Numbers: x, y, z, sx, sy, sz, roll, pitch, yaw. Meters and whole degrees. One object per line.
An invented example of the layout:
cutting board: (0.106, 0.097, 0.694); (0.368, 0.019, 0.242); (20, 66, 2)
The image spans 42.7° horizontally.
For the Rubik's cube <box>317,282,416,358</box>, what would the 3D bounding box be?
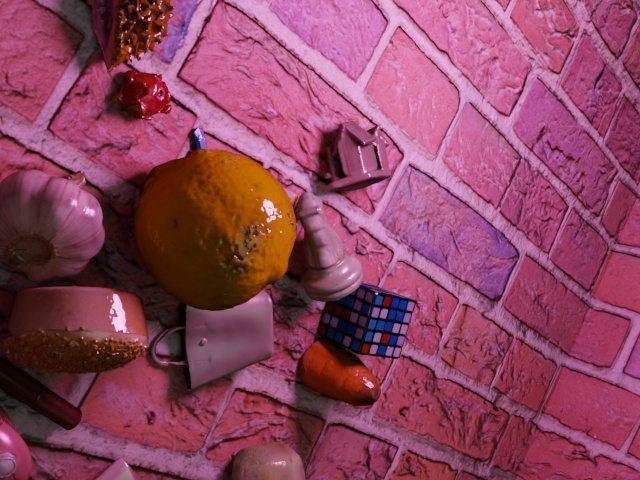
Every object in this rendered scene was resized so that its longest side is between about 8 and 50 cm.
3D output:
Rubik's cube: (0.131, 0.220, 2.334); (0.184, 0.187, 0.182); (15, 93, -42)

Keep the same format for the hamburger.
hamburger: (-0.494, 0.186, 1.674); (0.302, 0.302, 0.170); (11, 76, -44)

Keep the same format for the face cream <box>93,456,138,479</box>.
face cream: (-0.558, 0.680, 1.904); (0.348, 0.081, 0.173); (-40, 127, -27)

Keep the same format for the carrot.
carrot: (0.069, 0.393, 2.303); (0.159, 0.225, 0.159); (-26, 129, -36)

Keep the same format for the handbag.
handbag: (-0.264, 0.243, 2.033); (0.315, 0.109, 0.241); (-14, 111, -36)

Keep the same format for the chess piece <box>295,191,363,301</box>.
chess piece: (0.000, 0.000, 2.158); (0.176, 0.176, 0.298); (-36, 123, -30)

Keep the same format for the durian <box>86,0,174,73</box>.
durian: (-0.381, -0.526, 1.677); (0.191, 0.112, 0.341); (-20, 114, -35)

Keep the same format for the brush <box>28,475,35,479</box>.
brush: (-0.676, 0.542, 1.780); (0.103, 0.047, 0.233); (-45, 124, -25)

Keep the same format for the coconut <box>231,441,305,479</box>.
coconut: (-0.138, 0.667, 2.213); (0.205, 0.236, 0.236); (-6, 113, 1)

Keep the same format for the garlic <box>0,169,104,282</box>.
garlic: (-0.538, -0.060, 1.649); (0.253, 0.245, 0.245); (-80, 150, -48)

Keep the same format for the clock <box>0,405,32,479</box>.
clock: (-0.656, 0.399, 1.610); (0.142, 0.241, 0.227); (-43, 123, -28)

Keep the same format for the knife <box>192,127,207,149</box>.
knife: (-0.264, -0.130, 1.971); (0.044, 0.026, 0.296); (-27, 117, -38)

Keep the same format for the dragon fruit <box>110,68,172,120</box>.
dragon fruit: (-0.375, -0.316, 1.779); (0.126, 0.068, 0.112); (27, 84, -46)

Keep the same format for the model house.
model house: (0.102, -0.230, 2.219); (0.229, 0.122, 0.188); (-13, 99, -55)

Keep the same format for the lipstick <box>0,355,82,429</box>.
lipstick: (-0.643, 0.298, 1.726); (0.057, 0.057, 0.356); (-55, 132, -16)

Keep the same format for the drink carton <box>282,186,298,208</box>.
drink carton: (-0.150, -0.118, 2.046); (0.200, 0.074, 0.084); (21, 88, -46)

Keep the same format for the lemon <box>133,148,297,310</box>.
lemon: (-0.239, -0.029, 1.813); (0.350, 0.387, 0.350); (-52, 173, -10)
